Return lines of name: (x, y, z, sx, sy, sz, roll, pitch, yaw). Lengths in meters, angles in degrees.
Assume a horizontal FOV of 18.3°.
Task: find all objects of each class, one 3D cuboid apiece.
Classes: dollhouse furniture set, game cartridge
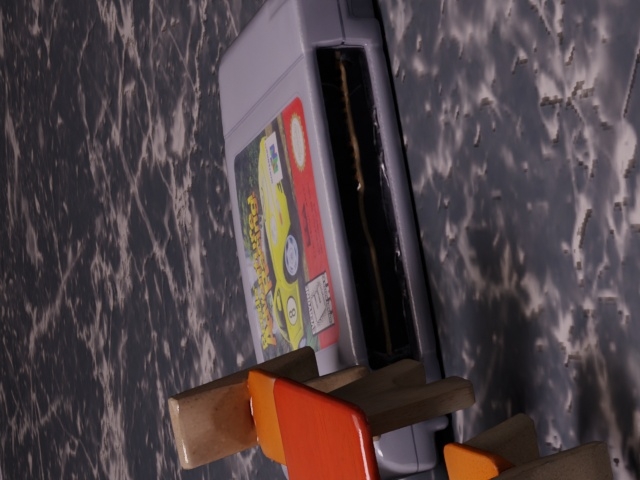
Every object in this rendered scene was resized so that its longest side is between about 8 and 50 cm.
dollhouse furniture set: (0.022, 0.192, 0.953, 0.262, 0.135, 0.259, 13, 117, 59)
game cartridge: (0.000, 0.000, 1.160, 0.196, 0.060, 0.294, 137, 125, -72)
